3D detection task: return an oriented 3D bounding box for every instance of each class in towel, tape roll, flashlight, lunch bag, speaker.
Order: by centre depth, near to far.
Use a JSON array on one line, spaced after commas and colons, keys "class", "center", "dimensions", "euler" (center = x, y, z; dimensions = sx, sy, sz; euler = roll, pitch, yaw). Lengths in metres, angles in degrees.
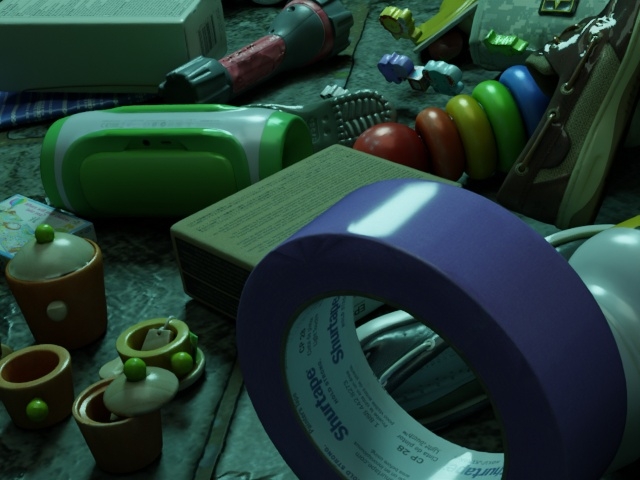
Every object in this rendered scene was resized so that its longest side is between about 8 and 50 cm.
[{"class": "tape roll", "center": [0.072, 0.097, 0.963], "dimensions": [0.274, 0.275, 0.090], "euler": [12, 35, 36]}, {"class": "speaker", "center": [-0.163, -0.086, 1.548], "dimensions": [0.296, 0.131, 0.131], "euler": [1, 30, 20]}, {"class": "lunch bag", "center": [0.353, -0.310, 1.765], "dimensions": [0.235, 0.169, 0.287], "euler": [9, 39, 35]}, {"class": "flashlight", "center": [-0.084, -0.253, 1.864], "dimensions": [0.103, 0.103, 0.304], "euler": [9, 32, 41]}, {"class": "towel", "center": [-0.396, -0.234, 2.000], "dimensions": [0.335, 0.040, 0.243], "euler": [-11, 28, -2]}]

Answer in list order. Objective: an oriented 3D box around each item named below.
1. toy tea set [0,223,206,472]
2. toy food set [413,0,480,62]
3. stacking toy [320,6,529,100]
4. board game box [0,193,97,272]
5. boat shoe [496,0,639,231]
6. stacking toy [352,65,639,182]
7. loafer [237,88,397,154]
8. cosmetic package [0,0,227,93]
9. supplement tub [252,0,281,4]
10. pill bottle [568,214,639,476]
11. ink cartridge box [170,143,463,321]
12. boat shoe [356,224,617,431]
[{"class": "toy tea set", "center": [-0.228, 0.083, 1.251], "dimensions": [0.336, 0.124, 0.200], "euler": [17, 38, 41]}, {"class": "toy food set", "center": [0.197, -0.293, 1.895], "dimensions": [0.128, 0.071, 0.218], "euler": [-37, 14, 20]}, {"class": "stacking toy", "center": [0.126, -0.212, 1.708], "dimensions": [0.221, 0.052, 0.167], "euler": [17, 61, 39]}, {"class": "board game box", "center": [-0.343, -0.005, 1.562], "dimensions": [0.103, 0.026, 0.154], "euler": [-31, 34, -35]}, {"class": "boat shoe", "center": [0.271, -0.175, 1.406], "dimensions": [0.123, 0.123, 0.342], "euler": [18, 79, 14]}, {"class": "stacking toy", "center": [0.191, -0.125, 1.515], "dimensions": [0.330, 0.141, 0.141], "euler": [-18, 28, -7]}, {"class": "loafer", "center": [-0.020, -0.114, 1.620], "dimensions": [0.251, 0.094, 0.087], "euler": [-6, -16, 20]}, {"class": "cosmetic package", "center": [-0.305, -0.289, 1.937], "dimensions": [0.309, 0.113, 0.160], "euler": [2, 31, 17]}, {"class": "supplement tub", "center": [-0.057, -0.473, 2.256], "dimensions": [0.117, 0.117, 0.190], "euler": [6, 32, 27]}, {"class": "pill bottle", "center": [0.309, 0.055, 1.059], "dimensions": [0.333, 0.188, 0.188], "euler": [-22, 30, -22]}, {"class": "ink cartridge box", "center": [0.000, 0.000, 1.374], "dimensions": [0.234, 0.088, 0.193], "euler": [-28, 34, -32]}, {"class": "boat shoe", "center": [0.163, 0.083, 1.151], "dimensions": [0.302, 0.114, 0.091], "euler": [-27, 29, -6]}]
